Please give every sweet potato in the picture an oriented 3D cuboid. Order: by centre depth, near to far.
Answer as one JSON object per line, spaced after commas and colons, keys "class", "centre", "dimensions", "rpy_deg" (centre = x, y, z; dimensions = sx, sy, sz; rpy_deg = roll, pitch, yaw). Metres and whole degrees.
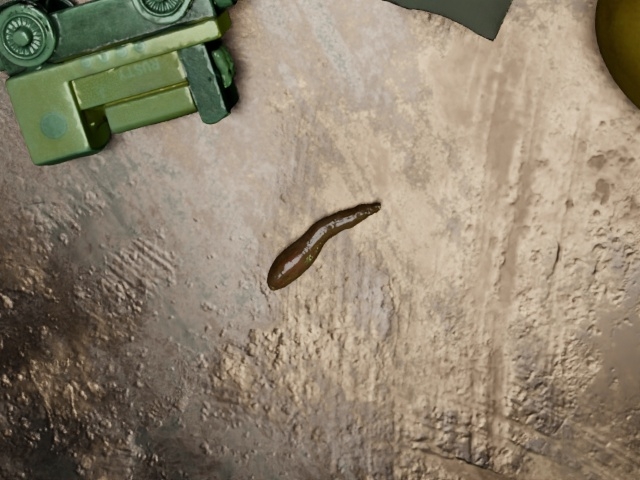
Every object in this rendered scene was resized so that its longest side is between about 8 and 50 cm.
{"class": "sweet potato", "centre": [0.000, 0.000, 1.774], "dimensions": [0.214, 0.050, 0.050], "rpy_deg": [-40, 94, 5]}

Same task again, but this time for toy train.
{"class": "toy train", "centre": [-0.295, -0.269, 1.705], "dimensions": [0.397, 0.160, 0.253], "rpy_deg": [-15, 105, 8]}

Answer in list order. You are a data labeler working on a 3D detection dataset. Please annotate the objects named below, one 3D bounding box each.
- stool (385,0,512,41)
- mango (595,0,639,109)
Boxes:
{"class": "stool", "centre": [0.217, -0.446, 1.535], "dimensions": [0.170, 0.243, 0.269], "rpy_deg": [21, 123, 2]}
{"class": "mango", "centre": [0.591, -0.256, 1.582], "dimensions": [0.445, 0.220, 0.301], "rpy_deg": [21, 115, 1]}
